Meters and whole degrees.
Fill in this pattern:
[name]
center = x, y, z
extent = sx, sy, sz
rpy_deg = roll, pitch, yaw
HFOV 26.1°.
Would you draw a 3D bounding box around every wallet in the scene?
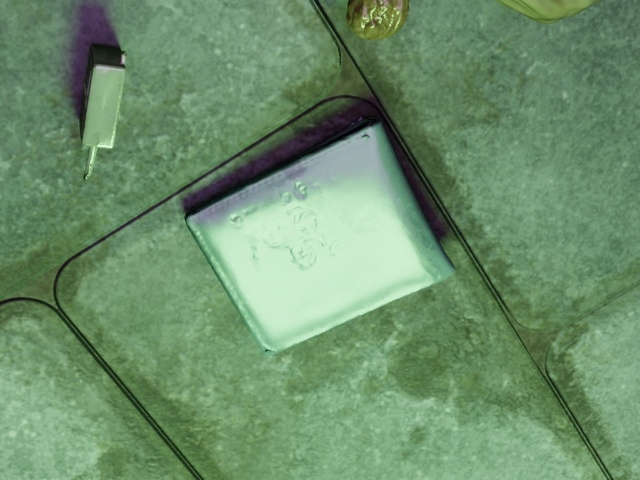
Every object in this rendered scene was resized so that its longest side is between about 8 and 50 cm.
[wallet]
center = 0.000, -0.001, 1.817
extent = 0.290, 0.054, 0.251
rpy_deg = -24, 115, 7

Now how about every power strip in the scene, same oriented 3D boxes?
[power strip]
center = -0.268, -0.153, 1.670
extent = 0.042, 0.075, 0.175
rpy_deg = 6, 115, -16

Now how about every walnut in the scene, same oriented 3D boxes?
[walnut]
center = 0.070, -0.285, 1.668
extent = 0.079, 0.082, 0.096
rpy_deg = -14, 132, -38

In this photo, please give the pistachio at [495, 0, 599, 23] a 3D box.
[pistachio]
center = 0.220, -0.390, 1.579
extent = 0.332, 0.207, 0.226
rpy_deg = 39, 61, -22
